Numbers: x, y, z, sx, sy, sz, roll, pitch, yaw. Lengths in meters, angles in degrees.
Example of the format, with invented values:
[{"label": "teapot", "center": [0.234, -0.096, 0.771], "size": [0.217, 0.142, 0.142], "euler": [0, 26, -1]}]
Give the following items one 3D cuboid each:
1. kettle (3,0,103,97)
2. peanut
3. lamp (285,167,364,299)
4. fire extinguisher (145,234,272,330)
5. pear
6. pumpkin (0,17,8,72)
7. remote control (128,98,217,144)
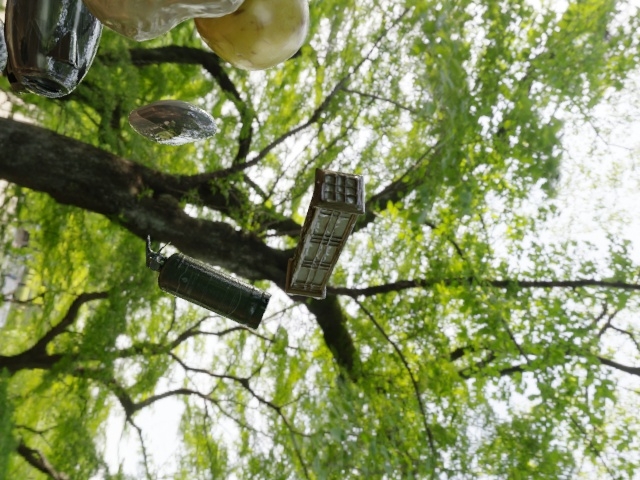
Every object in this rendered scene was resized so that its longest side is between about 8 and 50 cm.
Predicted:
[{"label": "kettle", "center": [-0.715, -0.523, 1.381], "size": [0.321, 0.228, 0.323], "euler": [0, -101, 32]}, {"label": "peanut", "center": [-0.244, -0.380, 0.795], "size": [0.143, 0.292, 0.159], "euler": [-64, 154, -67]}, {"label": "lamp", "center": [0.000, 0.000, 1.024], "size": [0.325, 0.089, 0.090], "euler": [111, -15, -54]}, {"label": "fire extinguisher", "center": [-0.266, 0.097, 1.221], "size": [0.095, 0.312, 0.114], "euler": [-169, -78, -82]}, {"label": "pear", "center": [-0.162, -0.538, 1.262], "size": [0.281, 0.281, 0.280], "euler": [-166, -90, -68]}, {"label": "pumpkin", "center": [-1.033, -0.595, 1.577], "size": [0.249, 0.250, 0.216], "euler": [-57, 178, 39]}, {"label": "remote control", "center": [-0.479, -0.378, 1.732], "size": [0.332, 0.221, 0.103], "euler": [-3, -104, 43]}]
